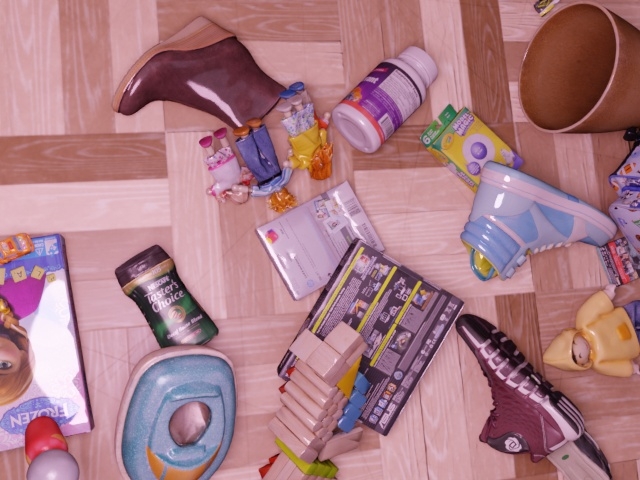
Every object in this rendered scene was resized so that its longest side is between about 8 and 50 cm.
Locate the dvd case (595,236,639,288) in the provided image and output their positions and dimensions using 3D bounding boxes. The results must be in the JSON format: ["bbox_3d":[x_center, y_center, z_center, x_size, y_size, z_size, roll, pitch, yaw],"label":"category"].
[{"bbox_3d":[0.608,0.035,1.366,0.119,0.013,0.087,-20,87,-13],"label":"dvd case"}]

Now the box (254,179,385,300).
[{"bbox_3d":[0.000,0.000,1.226,0.186,0.038,0.145,-30,90,-15],"label":"box"}]

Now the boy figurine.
[{"bbox_3d":[0.545,0.172,1.296,0.285,0.092,0.177,-10,87,-17],"label":"boy figurine"}]

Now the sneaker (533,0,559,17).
[{"bbox_3d":[0.463,-0.488,1.397,0.035,0.031,0.083,44,76,-3],"label":"sneaker"}]

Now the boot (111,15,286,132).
[{"bbox_3d":[-0.205,-0.250,1.188,0.207,0.090,0.248,44,72,-1],"label":"boot"}]

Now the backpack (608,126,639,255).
[{"bbox_3d":[0.673,-0.058,1.232,0.276,0.263,0.213,39,75,-25],"label":"backpack"}]

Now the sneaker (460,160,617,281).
[{"bbox_3d":[0.388,-0.002,1.282,0.319,0.127,0.208,21,99,-23],"label":"sneaker"}]

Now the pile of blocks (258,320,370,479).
[{"bbox_3d":[-0.013,0.277,1.116,0.149,0.113,0.362,0,116,-44],"label":"pile of blocks"}]

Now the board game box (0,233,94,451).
[{"bbox_3d":[-0.538,0.171,1.071,0.319,0.066,0.317,-11,85,-14],"label":"board game box"}]

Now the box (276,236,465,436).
[{"bbox_3d":[0.085,0.163,1.185,0.216,0.060,0.270,30,89,-6],"label":"box"}]

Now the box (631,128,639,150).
[{"bbox_3d":[0.722,-0.241,1.417,0.114,0.036,0.207,27,78,-7],"label":"box"}]

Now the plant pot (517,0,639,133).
[{"bbox_3d":[0.550,-0.301,1.310,0.254,0.237,0.237,6,81,-28],"label":"plant pot"}]

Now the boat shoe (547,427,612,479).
[{"bbox_3d":[0.443,0.356,1.266,0.233,0.084,0.079,51,37,5],"label":"boat shoe"}]

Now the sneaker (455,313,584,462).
[{"bbox_3d":[0.309,0.275,1.228,0.281,0.106,0.162,48,116,23],"label":"sneaker"}]

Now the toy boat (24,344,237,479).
[{"bbox_3d":[-0.268,0.296,1.024,0.318,0.148,0.267,-4,111,-29],"label":"toy boat"}]

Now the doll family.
[{"bbox_3d":[-0.069,-0.138,1.174,0.263,0.118,0.163,-33,123,-14],"label":"doll family"}]

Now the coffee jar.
[{"bbox_3d":[-0.253,0.102,1.136,0.096,0.079,0.184,-34,90,-14],"label":"coffee jar"}]

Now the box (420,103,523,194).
[{"bbox_3d":[0.284,-0.170,1.310,0.179,0.043,0.105,41,76,-3],"label":"box"}]

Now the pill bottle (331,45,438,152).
[{"bbox_3d":[0.121,-0.259,1.252,0.108,0.108,0.193,45,76,-3],"label":"pill bottle"}]

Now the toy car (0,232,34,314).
[{"bbox_3d":[-0.463,0.048,1.050,0.060,0.040,0.122,-8,82,-14],"label":"toy car"}]
